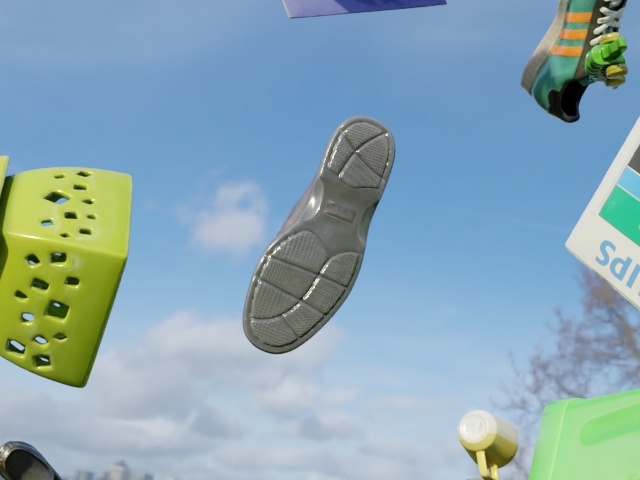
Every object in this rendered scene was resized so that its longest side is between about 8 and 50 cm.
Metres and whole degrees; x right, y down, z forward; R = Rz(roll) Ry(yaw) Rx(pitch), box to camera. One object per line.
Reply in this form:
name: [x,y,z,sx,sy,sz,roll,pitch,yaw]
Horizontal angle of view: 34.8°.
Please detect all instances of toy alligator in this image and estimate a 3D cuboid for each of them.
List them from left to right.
toy alligator: [0.391,-0.238,1.411,0.051,0.056,0.190,-10,-10,10]

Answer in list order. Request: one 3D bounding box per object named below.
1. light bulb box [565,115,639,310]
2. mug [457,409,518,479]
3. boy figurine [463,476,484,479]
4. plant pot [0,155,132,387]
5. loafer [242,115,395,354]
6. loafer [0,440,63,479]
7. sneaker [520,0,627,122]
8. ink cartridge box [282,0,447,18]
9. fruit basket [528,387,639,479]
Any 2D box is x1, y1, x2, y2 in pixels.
light bulb box: [0.530,-0.057,1.113,0.358,0.361,0.225,13,23,-34]
mug: [0.191,0.228,1.165,0.078,0.062,0.064,51,5,39]
boy figurine: [0.233,0.455,1.676,0.092,0.177,0.285,42,-8,15]
plant pot: [-0.379,0.029,1.357,0.207,0.228,0.227,15,-63,-18]
loafer: [0.000,0.000,1.193,0.109,0.302,0.095,28,-15,-4]
loafer: [-0.416,0.348,1.504,0.061,0.062,0.170,23,-22,33]
sneaker: [0.423,-0.316,1.584,0.108,0.121,0.302,-16,-36,-31]
ink cartridge box: [0.034,-0.484,1.496,0.304,0.307,0.072,-14,-15,-34]
fruit basket: [0.364,0.342,1.109,0.392,0.283,0.392,14,-42,13]
